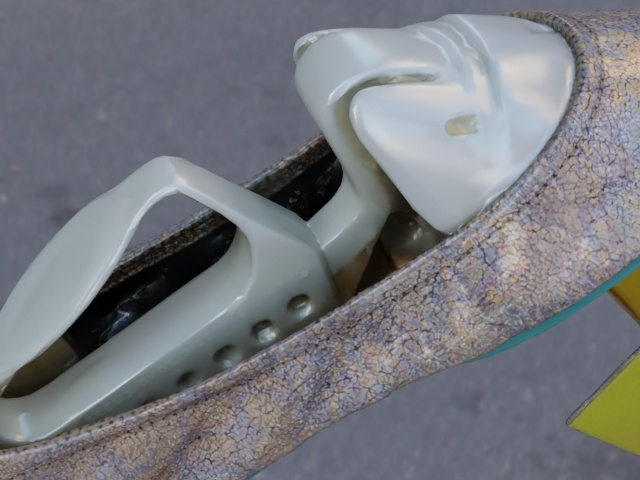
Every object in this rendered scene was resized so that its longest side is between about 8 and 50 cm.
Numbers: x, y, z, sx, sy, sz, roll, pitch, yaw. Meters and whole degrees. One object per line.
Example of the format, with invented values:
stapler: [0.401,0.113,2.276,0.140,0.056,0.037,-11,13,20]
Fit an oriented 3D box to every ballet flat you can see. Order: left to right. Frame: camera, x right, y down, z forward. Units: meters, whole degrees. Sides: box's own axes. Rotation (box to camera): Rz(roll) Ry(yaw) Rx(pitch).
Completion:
ballet flat: [0.000,0.000,0.588,0.316,0.106,0.107,-35,36,3]

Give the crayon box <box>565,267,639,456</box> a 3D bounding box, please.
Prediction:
crayon box: [0.242,-0.034,0.830,0.202,0.318,0.081,27,18,-45]
